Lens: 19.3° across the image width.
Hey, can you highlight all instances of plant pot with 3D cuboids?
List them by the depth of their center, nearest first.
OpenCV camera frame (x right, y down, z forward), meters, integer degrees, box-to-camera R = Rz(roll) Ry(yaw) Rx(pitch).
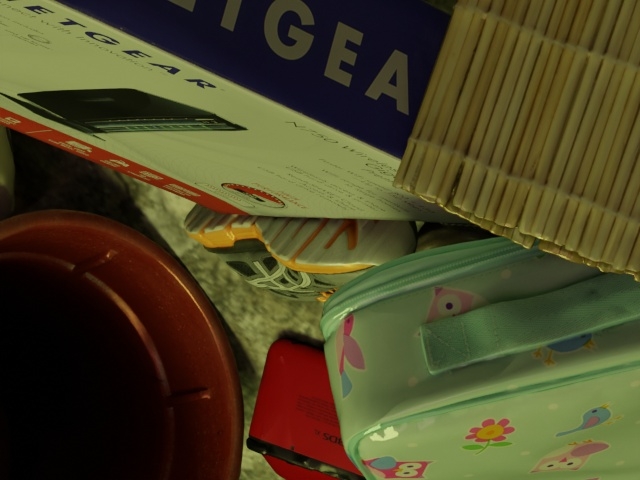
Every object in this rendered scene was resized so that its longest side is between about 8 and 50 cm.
[{"bbox_3d":[-0.241,0.138,1.345,0.265,0.272,0.272,-17,114,49],"label":"plant pot"}]

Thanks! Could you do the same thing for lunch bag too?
[{"bbox_3d":[0.149,0.062,1.013,0.279,0.108,0.224,-16,152,10],"label":"lunch bag"}]

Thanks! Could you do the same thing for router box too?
[{"bbox_3d":[-0.093,-0.102,0.984,0.335,0.082,0.301,22,169,-34],"label":"router box"}]

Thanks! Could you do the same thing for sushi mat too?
[{"bbox_3d":[0.151,-0.144,0.872,0.151,0.019,0.316,19,92,10],"label":"sushi mat"}]

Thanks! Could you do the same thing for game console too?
[{"bbox_3d":[0.030,0.140,1.333,0.144,0.085,0.124,17,101,20],"label":"game console"}]

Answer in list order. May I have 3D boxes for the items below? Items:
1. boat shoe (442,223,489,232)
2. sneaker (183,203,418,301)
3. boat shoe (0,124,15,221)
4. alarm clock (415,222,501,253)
[{"bbox_3d":[0.189,-0.048,1.009,0.335,0.112,0.095,-21,107,38],"label":"boat shoe"},{"bbox_3d":[0.000,0.000,1.175,0.083,0.084,0.215,50,161,-25],"label":"sneaker"},{"bbox_3d":[-0.262,-0.113,1.257,0.127,0.158,0.340,2,162,-14],"label":"boat shoe"},{"bbox_3d":[0.097,0.022,1.163,0.129,0.064,0.192,-30,102,44],"label":"alarm clock"}]
